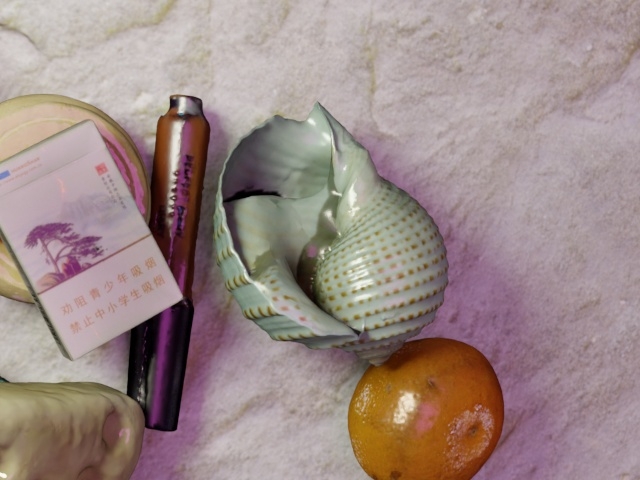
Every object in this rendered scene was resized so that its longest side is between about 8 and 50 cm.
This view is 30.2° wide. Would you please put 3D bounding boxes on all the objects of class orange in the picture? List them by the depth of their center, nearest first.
[{"bbox_3d":[0.140,0.235,1.587,0.224,0.170,0.224,-15,114,-37],"label":"orange"}]

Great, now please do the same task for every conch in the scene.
[{"bbox_3d":[-0.004,0.012,1.499,0.303,0.215,0.319,-13,64,-31],"label":"conch"}]

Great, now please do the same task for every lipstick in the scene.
[{"bbox_3d":[-0.190,0.027,1.480,0.077,0.077,0.418,7,86,-26],"label":"lipstick"}]

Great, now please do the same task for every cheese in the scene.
[{"bbox_3d":[-0.362,0.310,1.292,0.328,0.129,0.351,29,81,-59],"label":"cheese"}]

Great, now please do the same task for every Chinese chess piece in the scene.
[{"bbox_3d":[-0.323,-0.049,1.403,0.251,0.097,0.251,0,90,-25],"label":"Chinese chess piece"}]

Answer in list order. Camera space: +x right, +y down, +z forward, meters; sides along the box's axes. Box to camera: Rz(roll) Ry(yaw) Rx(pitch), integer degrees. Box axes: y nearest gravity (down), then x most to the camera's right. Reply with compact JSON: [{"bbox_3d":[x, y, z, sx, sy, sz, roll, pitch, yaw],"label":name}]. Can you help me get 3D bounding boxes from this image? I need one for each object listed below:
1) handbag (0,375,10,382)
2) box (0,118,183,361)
[{"bbox_3d":[-0.502,0.208,1.313,0.269,0.100,0.274,42,72,-20],"label":"handbag"},{"bbox_3d":[-0.274,-0.001,1.337,0.149,0.067,0.233,-30,102,-23],"label":"box"}]
